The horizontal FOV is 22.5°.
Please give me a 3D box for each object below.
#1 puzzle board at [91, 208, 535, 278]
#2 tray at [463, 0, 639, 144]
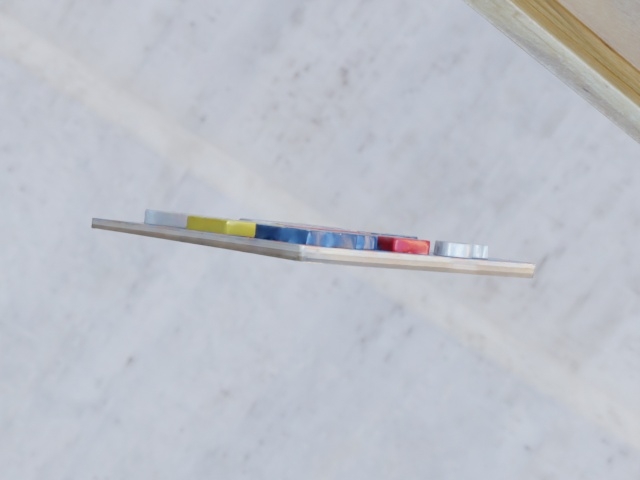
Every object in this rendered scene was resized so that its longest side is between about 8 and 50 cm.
[{"bbox_3d":[0.000,0.000,0.555,0.096,0.128,0.011,9,-88,41],"label":"puzzle board"},{"bbox_3d":[0.222,-0.120,0.734,0.203,0.411,0.076,-44,-151,23],"label":"tray"}]
